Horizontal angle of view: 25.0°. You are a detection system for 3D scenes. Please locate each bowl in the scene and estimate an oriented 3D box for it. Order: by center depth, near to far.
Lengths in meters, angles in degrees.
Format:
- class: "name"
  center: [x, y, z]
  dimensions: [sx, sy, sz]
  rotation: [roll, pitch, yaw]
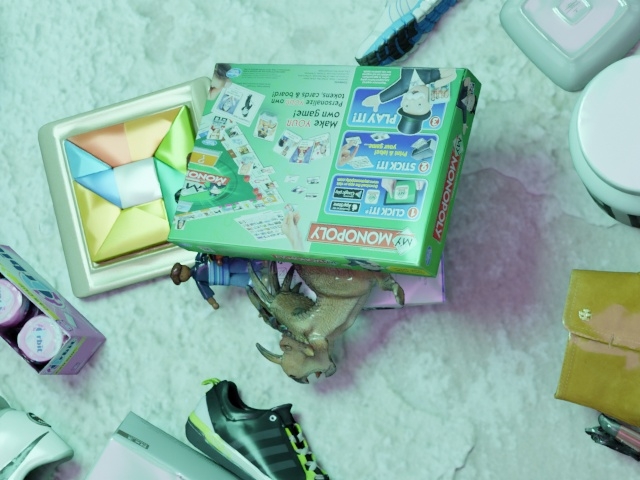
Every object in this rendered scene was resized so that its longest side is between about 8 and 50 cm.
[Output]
- class: "bowl"
  center: [0.285, -0.256, 1.613]
  dimensions: [0.142, 0.053, 0.142]
  rotation: [-43, 77, 6]

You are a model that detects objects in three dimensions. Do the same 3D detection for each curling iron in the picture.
- class: "curling iron"
  center: [0.412, 0.251, 1.538]
  dimensions: [0.274, 0.068, 0.035]
  rotation: [24, 90, 10]

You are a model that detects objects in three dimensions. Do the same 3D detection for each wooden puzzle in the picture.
- class: "wooden puzzle"
  center: [-0.217, -0.064, 1.729]
  dimensions: [0.239, 0.044, 0.221]
  rotation: [-16, 82, 13]

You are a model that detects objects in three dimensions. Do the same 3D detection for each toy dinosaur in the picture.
- class: "toy dinosaur"
  center: [0.000, 0.000, 1.586]
  dimensions: [0.200, 0.127, 0.295]
  rotation: [-11, 78, 20]

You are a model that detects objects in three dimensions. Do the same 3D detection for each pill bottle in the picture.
- class: "pill bottle"
  center: [0.336, -0.099, 1.469]
  dimensions: [0.162, 0.278, 0.162]
  rotation: [-1, 85, 14]

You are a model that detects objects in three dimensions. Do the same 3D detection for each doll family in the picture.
- class: "doll family"
  center: [-0.118, -0.020, 1.651]
  dimensions: [0.111, 0.076, 0.193]
  rotation: [-2, 78, -12]

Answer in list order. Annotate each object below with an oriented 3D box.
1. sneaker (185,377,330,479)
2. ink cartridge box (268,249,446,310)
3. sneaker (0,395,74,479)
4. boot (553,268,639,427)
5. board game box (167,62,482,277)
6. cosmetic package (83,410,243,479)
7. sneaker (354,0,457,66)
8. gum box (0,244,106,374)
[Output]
- class: "sneaker"
  center: [-0.050, 0.234, 1.640]
  dimensions: [0.235, 0.084, 0.097]
  rotation: [30, 92, 15]
- class: "ink cartridge box"
  center: [0.042, -0.022, 1.658]
  dimensions: [0.208, 0.045, 0.206]
  rotation: [-3, 85, 15]
- class: "sneaker"
  center: [-0.398, 0.361, 1.698]
  dimensions: [0.146, 0.122, 0.330]
  rotation: [24, 92, 17]
- class: "boot"
  center: [0.370, 0.054, 1.524]
  dimensions: [0.211, 0.104, 0.295]
  rotation: [17, 87, 9]
- class: "board game box"
  center: [-0.001, -0.081, 1.523]
  dimensions: [0.317, 0.046, 0.213]
  rotation: [6, 75, 33]
- class: "cosmetic package"
  center: [-0.229, 0.412, 1.612]
  dimensions: [0.217, 0.156, 0.385]
  rotation: [33, 92, -2]
- class: "sneaker"
  center: [0.100, -0.279, 1.661]
  dimensions: [0.190, 0.071, 0.083]
  rotation: [-46, 70, -2]
- class: "gum box"
  center: [-0.358, 0.077, 1.720]
  dimensions: [0.188, 0.107, 0.062]
  rotation: [41, 96, 14]
